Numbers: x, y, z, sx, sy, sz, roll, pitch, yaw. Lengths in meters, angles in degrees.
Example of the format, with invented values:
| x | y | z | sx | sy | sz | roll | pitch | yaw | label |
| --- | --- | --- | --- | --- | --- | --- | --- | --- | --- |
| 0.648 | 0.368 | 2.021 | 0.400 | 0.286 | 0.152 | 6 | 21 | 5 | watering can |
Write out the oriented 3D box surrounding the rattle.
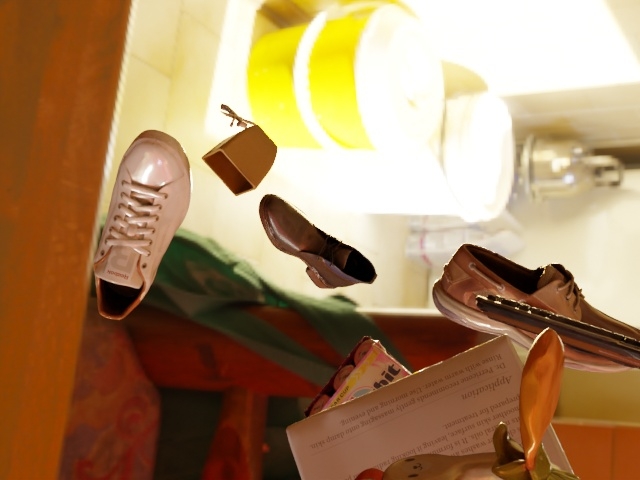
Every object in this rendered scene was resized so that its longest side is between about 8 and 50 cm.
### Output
| x | y | z | sx | sy | sz | roll | pitch | yaw | label |
| --- | --- | --- | --- | --- | --- | --- | --- | --- | --- |
| 0.070 | 0.137 | 0.654 | 0.130 | 0.200 | 0.142 | -37 | 115 | -33 | rattle |

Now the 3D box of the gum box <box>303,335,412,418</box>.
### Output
| x | y | z | sx | sy | sz | roll | pitch | yaw | label |
| --- | --- | --- | --- | --- | --- | --- | --- | --- | --- |
| 0.073 | 0.275 | 1.741 | 0.107 | 0.062 | 0.188 | 38 | 91 | -18 | gum box |

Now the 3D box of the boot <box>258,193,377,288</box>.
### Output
| x | y | z | sx | sy | sz | roll | pitch | yaw | label |
| --- | --- | --- | --- | --- | --- | --- | --- | --- | --- |
| 0.000 | 0.000 | 1.504 | 0.219 | 0.106 | 0.082 | 46 | 58 | -38 | boot |

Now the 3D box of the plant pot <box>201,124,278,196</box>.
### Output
| x | y | z | sx | sy | sz | roll | pitch | yaw | label |
| --- | --- | --- | --- | --- | --- | --- | --- | --- | --- |
| -0.112 | -0.128 | 1.463 | 0.081 | 0.081 | 0.083 | 49 | 66 | -14 | plant pot |

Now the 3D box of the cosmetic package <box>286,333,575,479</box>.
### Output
| x | y | z | sx | sy | sz | roll | pitch | yaw | label |
| --- | --- | --- | --- | --- | --- | --- | --- | --- | --- |
| 0.142 | 0.299 | 0.791 | 0.156 | 0.217 | 0.384 | 50 | 19 | -65 | cosmetic package |

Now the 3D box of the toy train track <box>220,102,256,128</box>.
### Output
| x | y | z | sx | sy | sz | roll | pitch | yaw | label |
| --- | --- | --- | --- | --- | --- | --- | --- | --- | --- |
| -0.108 | -0.150 | 1.191 | 0.048 | 0.083 | 0.014 | 16 | 106 | -29 | toy train track |

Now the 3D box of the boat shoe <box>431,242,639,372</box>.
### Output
| x | y | z | sx | sy | sz | roll | pitch | yaw | label |
| --- | --- | --- | --- | --- | --- | --- | --- | --- | --- |
| 0.329 | 0.096 | 1.420 | 0.123 | 0.325 | 0.116 | -67 | 175 | -65 | boat shoe |

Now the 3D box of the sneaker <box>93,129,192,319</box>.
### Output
| x | y | z | sx | sy | sz | roll | pitch | yaw | label |
| --- | --- | --- | --- | --- | --- | --- | --- | --- | --- |
| -0.248 | -0.009 | 1.337 | 0.123 | 0.106 | 0.290 | -80 | -173 | -56 | sneaker |

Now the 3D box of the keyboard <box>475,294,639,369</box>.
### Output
| x | y | z | sx | sy | sz | roll | pitch | yaw | label |
| --- | --- | --- | --- | --- | --- | --- | --- | --- | --- |
| 0.330 | 0.117 | 1.037 | 0.033 | 0.317 | 0.201 | -70 | 160 | -5 | keyboard |
